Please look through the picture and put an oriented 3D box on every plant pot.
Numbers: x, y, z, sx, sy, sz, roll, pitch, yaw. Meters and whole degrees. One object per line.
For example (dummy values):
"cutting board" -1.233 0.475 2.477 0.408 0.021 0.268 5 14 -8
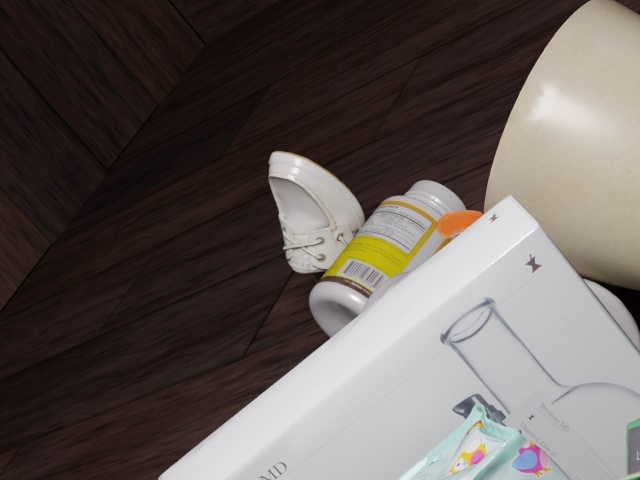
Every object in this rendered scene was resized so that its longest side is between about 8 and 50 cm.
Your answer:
"plant pot" 0.330 -0.050 1.590 0.274 0.256 0.256 26 59 23

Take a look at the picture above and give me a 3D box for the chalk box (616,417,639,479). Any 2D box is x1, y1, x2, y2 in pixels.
"chalk box" 0.292 0.191 1.021 0.180 0.289 0.179 -23 51 43

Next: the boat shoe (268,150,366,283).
"boat shoe" 0.000 0.000 2.163 0.098 0.277 0.096 16 64 36

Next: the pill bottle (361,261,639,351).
"pill bottle" 0.158 0.107 1.714 0.176 0.176 0.318 -45 19 -13

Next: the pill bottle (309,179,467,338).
"pill bottle" 0.088 0.028 2.117 0.117 0.117 0.215 -12 33 55

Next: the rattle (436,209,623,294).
"rattle" 0.235 -0.030 1.809 0.143 0.200 0.130 114 176 -53

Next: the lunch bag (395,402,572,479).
"lunch bag" 0.107 0.291 1.316 0.262 0.223 0.160 -42 11 -6

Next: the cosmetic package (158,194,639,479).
"cosmetic package" 0.101 0.191 1.462 0.377 0.284 0.097 -39 18 3
